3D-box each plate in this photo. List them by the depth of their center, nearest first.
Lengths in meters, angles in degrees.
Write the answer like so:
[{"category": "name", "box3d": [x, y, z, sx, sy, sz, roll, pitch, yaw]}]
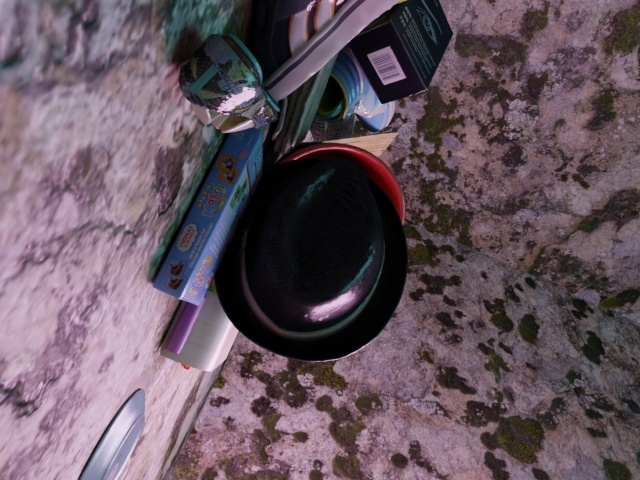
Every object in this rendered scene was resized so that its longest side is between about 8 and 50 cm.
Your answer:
[{"category": "plate", "box3d": [-0.288, 0.301, 0.695, 0.188, 0.024, 0.188, -156, -90, -88]}]

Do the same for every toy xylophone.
[{"category": "toy xylophone", "box3d": [-0.180, 0.127, 0.894, 0.322, 0.081, 0.236, 117, -3, -73]}]

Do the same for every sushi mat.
[{"category": "sushi mat", "box3d": [0.045, -0.209, 1.217, 0.317, 0.019, 0.151, -16, 160, -37]}]

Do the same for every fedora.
[{"category": "fedora", "box3d": [0.000, 0.000, 0.719, 0.152, 0.334, 0.333, 116, -2, -67]}]

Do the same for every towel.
[{"category": "towel", "box3d": [-0.012, -0.291, 0.858, 0.187, 0.049, 0.282, -72, -174, -70]}]

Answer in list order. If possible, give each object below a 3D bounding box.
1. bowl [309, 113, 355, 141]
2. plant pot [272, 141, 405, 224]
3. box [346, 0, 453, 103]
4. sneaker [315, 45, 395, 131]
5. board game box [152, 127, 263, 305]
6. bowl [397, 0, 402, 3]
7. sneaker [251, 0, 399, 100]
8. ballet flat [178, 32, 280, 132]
[{"category": "bowl", "box3d": [0.017, -0.301, 1.242, 0.170, 0.080, 0.170, -39, 136, -52]}, {"category": "plant pot", "box3d": [0.001, -0.077, 0.988, 0.243, 0.275, 0.274, -114, -133, -69]}, {"category": "box", "box3d": [0.160, -0.398, 0.971, 0.108, 0.153, 0.207, -6, -136, 41]}, {"category": "sneaker", "box3d": [0.062, -0.306, 1.104, 0.208, 0.127, 0.319, -62, 149, -19]}, {"category": "board game box", "box3d": [-0.131, -0.024, 0.626, 0.160, 0.039, 0.211, 122, -9, -78]}, {"category": "bowl", "box3d": [0.168, -0.509, 0.786, 0.289, 0.156, 0.289, 17, 90, -88]}, {"category": "sneaker", "box3d": [0.007, -0.246, 0.448, 0.321, 0.127, 0.126, -21, -147, 53]}, {"category": "ballet flat", "box3d": [-0.078, -0.125, 0.429, 0.188, 0.070, 0.070, -53, 167, -86]}]
